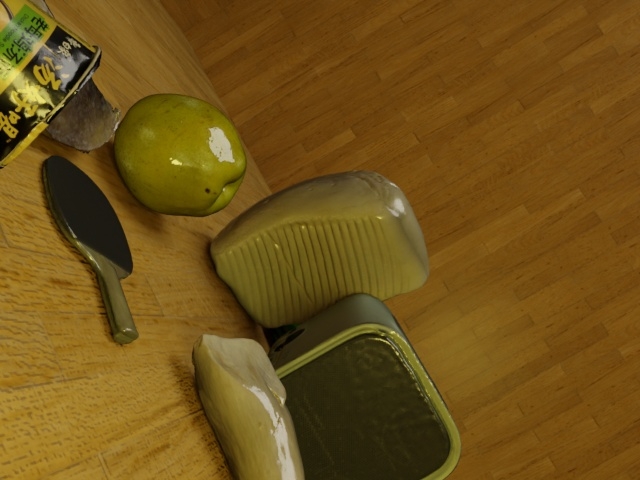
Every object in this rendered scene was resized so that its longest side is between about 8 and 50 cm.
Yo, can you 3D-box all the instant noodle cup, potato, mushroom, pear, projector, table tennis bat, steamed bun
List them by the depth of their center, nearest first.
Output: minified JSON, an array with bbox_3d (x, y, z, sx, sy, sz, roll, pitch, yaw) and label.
[{"bbox_3d":[-0.277,-0.147,0.462,0.122,0.151,0.151,46,11,-34],"label":"instant noodle cup"},{"bbox_3d":[-0.328,-0.182,0.618,0.261,0.100,0.121,85,17,-64],"label":"potato"},{"bbox_3d":[-0.243,0.005,0.620,0.247,0.022,0.138,61,3,30],"label":"table tennis bat"},{"bbox_3d":[-0.074,0.223,0.649,0.108,0.096,0.247,106,-36,-58],"label":"mushroom"},{"bbox_3d":[-0.211,-0.123,0.849,0.198,0.198,0.198,59,3,-6],"label":"pear"},{"bbox_3d":[0.048,0.246,0.880,0.248,0.248,0.249,59,3,-3],"label":"projector"},{"bbox_3d":[0.004,-0.003,1.074,0.247,0.383,0.236,61,23,-29],"label":"steamed bun"}]

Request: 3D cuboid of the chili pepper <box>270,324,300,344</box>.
[{"bbox_3d":[-0.063,0.195,1.170,0.100,0.074,0.257,56,4,-44],"label":"chili pepper"}]
